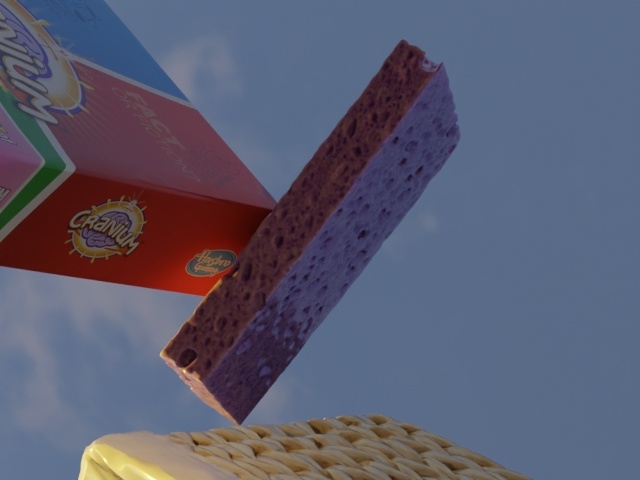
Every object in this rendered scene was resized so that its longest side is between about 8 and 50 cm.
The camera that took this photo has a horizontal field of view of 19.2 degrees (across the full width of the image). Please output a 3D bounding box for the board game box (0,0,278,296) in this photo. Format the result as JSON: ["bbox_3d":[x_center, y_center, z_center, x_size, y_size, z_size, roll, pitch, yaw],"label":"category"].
[{"bbox_3d":[-0.188,-0.087,0.930,0.064,0.316,0.242,-50,-118,17],"label":"board game box"}]

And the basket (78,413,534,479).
[{"bbox_3d":[0.026,0.302,1.135,0.331,0.266,0.328,20,-75,41],"label":"basket"}]

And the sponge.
[{"bbox_3d":[0.000,0.000,1.017,0.031,0.117,0.210,35,-98,17],"label":"sponge"}]
